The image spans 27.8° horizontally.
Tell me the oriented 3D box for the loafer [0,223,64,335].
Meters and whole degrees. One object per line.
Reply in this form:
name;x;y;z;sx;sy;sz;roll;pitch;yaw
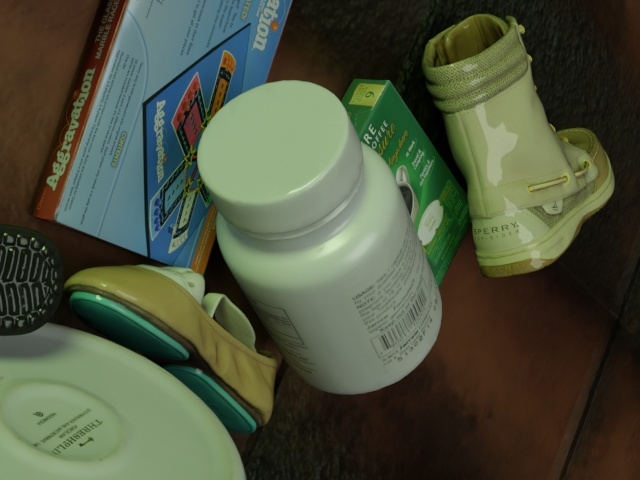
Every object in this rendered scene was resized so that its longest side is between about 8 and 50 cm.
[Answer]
loafer;-0.253;0.017;0.695;0.220;0.078;0.080;12;85;-32

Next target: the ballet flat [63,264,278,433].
ballet flat;-0.097;0.059;0.892;0.232;0.080;0.073;53;51;-52

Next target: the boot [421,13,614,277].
boot;0.174;-0.106;1.138;0.262;0.095;0.203;-43;116;-53

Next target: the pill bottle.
pill bottle;0.000;0.000;0.907;0.131;0.131;0.229;-57;147;-23

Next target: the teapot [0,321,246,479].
teapot;-0.174;0.176;0.723;0.256;0.252;0.187;11;115;-33

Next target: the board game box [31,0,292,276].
board game box;-0.091;-0.127;0.879;0.145;0.027;0.281;25;80;-48

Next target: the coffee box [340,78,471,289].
coffee box;0.058;-0.034;1.064;0.184;0.040;0.113;49;62;-44
